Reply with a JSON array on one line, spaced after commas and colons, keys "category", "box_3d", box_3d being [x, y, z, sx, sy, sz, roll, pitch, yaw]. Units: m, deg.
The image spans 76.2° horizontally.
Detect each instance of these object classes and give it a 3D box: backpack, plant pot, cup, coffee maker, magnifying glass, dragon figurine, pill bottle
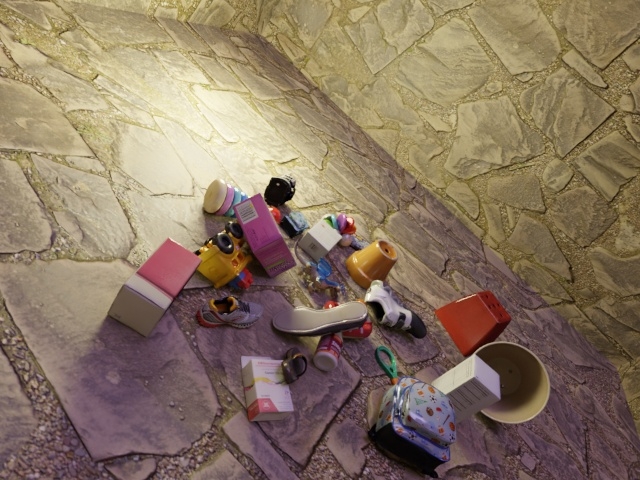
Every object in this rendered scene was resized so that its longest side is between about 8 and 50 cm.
[{"category": "backpack", "box_3d": [0.323, 0.597, 1.387, 0.276, 0.213, 0.263, 36, 26, -7]}, {"category": "plant pot", "box_3d": [0.802, 0.399, 2.094, 0.267, 0.236, 0.267, 1, 49, -45]}, {"category": "cup", "box_3d": [0.816, 0.618, 1.824, 0.331, 0.331, 0.237, 55, 8, 20]}, {"category": "coffee maker", "box_3d": [-0.194, -0.221, 1.887, 0.120, 0.171, 0.178, 47, 15, -2]}, {"category": "magnifying glass", "box_3d": [0.280, 0.518, 1.596, 0.092, 0.026, 0.231, 13, 43, -37]}, {"category": "plant pot", "box_3d": [0.256, 0.100, 1.918, 0.205, 0.188, 0.205, 27, 35, -21]}, {"category": "dragon figurine", "box_3d": [-0.012, 0.129, 1.693, 0.289, 0.085, 0.144, 55, 32, 12]}, {"category": "backpack", "box_3d": [-0.108, -0.080, 1.848, 0.105, 0.084, 0.114, 51, 31, 11]}, {"category": "pill bottle", "box_3d": [0.032, 0.377, 1.443, 0.086, 0.086, 0.152, 36, 32, -8]}]

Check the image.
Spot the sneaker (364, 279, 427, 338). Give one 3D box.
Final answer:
[{"category": "sneaker", "box_3d": [0.316, 0.339, 1.788, 0.330, 0.122, 0.146, 42, 50, -1]}]

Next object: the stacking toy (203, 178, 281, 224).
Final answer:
[{"category": "stacking toy", "box_3d": [-0.305, -0.130, 1.679, 0.330, 0.141, 0.141, 23, 36, -39]}]

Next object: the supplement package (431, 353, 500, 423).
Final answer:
[{"category": "supplement package", "box_3d": [0.563, 0.588, 1.604, 0.134, 0.244, 0.139, 41, 32, 0]}]

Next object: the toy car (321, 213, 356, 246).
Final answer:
[{"category": "toy car", "box_3d": [0.097, -0.069, 2.002, 0.181, 0.136, 0.159, 19, 39, -31]}]

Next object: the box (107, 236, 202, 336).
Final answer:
[{"category": "box", "box_3d": [-0.463, 0.127, 1.161, 0.126, 0.149, 0.232, 35, 33, -11]}]

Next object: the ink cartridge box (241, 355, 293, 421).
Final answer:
[{"category": "ink cartridge box", "box_3d": [-0.161, 0.420, 1.206, 0.115, 0.067, 0.198, 15, 40, -36]}]

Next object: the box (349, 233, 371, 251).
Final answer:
[{"category": "box", "box_3d": [0.211, 0.027, 2.110, 0.137, 0.027, 0.094, 31, 35, -16]}]

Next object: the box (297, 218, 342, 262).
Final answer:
[{"category": "box", "box_3d": [0.000, 0.000, 1.859, 0.130, 0.091, 0.170, 43, 32, 3]}]

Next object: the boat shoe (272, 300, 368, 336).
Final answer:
[{"category": "boat shoe", "box_3d": [0.004, 0.292, 1.437, 0.334, 0.096, 0.112, -7, 45, -5]}]

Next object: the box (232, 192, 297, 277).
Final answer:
[{"category": "box", "box_3d": [-0.203, -0.014, 1.519, 0.214, 0.117, 0.243, 61, -4, 28]}]

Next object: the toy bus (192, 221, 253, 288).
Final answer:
[{"category": "toy bus", "box_3d": [-0.310, 0.066, 1.419, 0.211, 0.149, 0.220, 49, 28, -13]}]

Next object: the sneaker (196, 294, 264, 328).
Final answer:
[{"category": "sneaker", "box_3d": [-0.272, 0.225, 1.299, 0.225, 0.093, 0.088, 4, 48, -45]}]

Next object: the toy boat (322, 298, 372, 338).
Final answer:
[{"category": "toy boat", "box_3d": [0.121, 0.285, 1.580, 0.231, 0.151, 0.151, 14, 35, -37]}]

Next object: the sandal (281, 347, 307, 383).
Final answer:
[{"category": "sandal", "box_3d": [-0.074, 0.385, 1.278, 0.219, 0.060, 0.090, 43, 25, -81]}]
